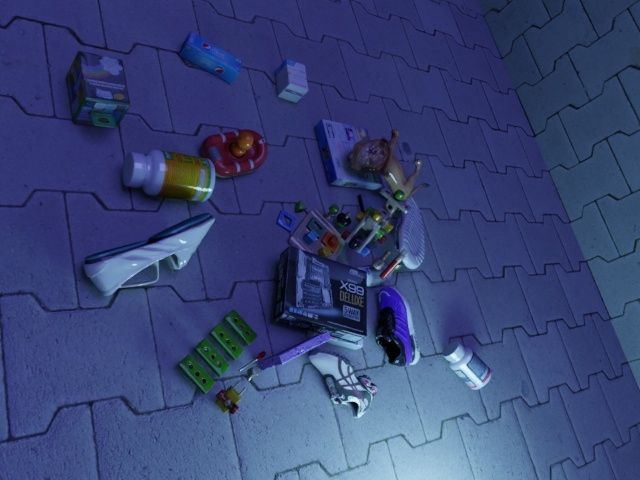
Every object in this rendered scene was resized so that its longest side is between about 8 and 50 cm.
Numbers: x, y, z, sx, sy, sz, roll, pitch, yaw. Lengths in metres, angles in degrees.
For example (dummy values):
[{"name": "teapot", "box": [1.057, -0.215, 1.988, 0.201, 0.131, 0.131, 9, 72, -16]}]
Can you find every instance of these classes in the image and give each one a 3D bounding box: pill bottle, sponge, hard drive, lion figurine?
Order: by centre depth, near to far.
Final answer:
[{"name": "pill bottle", "box": [-0.452, -0.195, 1.692, 0.245, 0.136, 0.136, 5, 64, -37]}, {"name": "sponge", "box": [-0.075, 0.334, 1.722, 0.210, 0.117, 0.031, -17, 81, -43]}, {"name": "pill bottle", "box": [0.190, 0.128, 2.075, 0.137, 0.078, 0.078, -6, 71, -40]}, {"name": "pill bottle", "box": [0.555, 0.470, 2.163, 0.180, 0.108, 0.108, 46, 47, -11]}, {"name": "lion figurine", "box": [0.283, -0.272, 2.246, 0.392, 0.142, 0.240, 42, 54, -20]}, {"name": "hard drive", "box": [0.215, -0.134, 2.275, 0.135, 0.022, 0.094, 4, 65, -38]}]

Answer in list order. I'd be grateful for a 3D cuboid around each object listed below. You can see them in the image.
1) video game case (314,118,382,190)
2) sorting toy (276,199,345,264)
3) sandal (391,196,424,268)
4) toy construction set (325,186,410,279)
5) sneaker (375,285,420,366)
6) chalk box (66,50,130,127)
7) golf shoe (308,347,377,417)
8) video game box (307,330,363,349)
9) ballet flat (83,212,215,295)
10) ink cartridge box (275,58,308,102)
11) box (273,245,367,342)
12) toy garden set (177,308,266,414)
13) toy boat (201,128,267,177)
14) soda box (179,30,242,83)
[{"name": "video game case", "box": [0.114, -0.340, 2.278, 0.244, 0.061, 0.270, 3, 66, -38]}, {"name": "sorting toy", "box": [0.000, 0.000, 2.012, 0.348, 0.047, 0.196, 45, 47, -11]}, {"name": "sandal", "box": [0.341, -0.024, 2.274, 0.169, 0.102, 0.416, 52, 31, -25]}, {"name": "toy construction set", "box": [0.228, -0.051, 2.032, 0.257, 0.237, 0.309, 8, 41, -47]}, {"name": "sneaker", "box": [0.250, 0.304, 2.011, 0.146, 0.102, 0.294, -4, 69, -39]}, {"name": "chalk box", "box": [-0.648, -0.416, 1.660, 0.132, 0.132, 0.213, 0, 68, -40]}, {"name": "golf shoe", "box": [0.062, 0.443, 1.788, 0.273, 0.105, 0.120, 40, 55, -14]}, {"name": "video game box", "box": [0.051, 0.257, 1.916, 0.205, 0.048, 0.187, 18, 54, -30]}, {"name": "ballet flat", "box": [-0.457, 0.042, 1.585, 0.400, 0.139, 0.139, -26, 85, -40]}, {"name": "ink cartridge box", "box": [-0.113, -0.618, 2.226, 0.092, 0.090, 0.143, 10, 62, -35]}, {"name": "box", "box": [0.008, 0.177, 1.840, 0.307, 0.076, 0.243, 20, 55, -24]}, {"name": "toy garden set", "box": [-0.263, 0.350, 1.614, 0.204, 0.049, 0.244, 49, 45, -5]}, {"name": "toy boat", "box": [-0.270, -0.309, 1.890, 0.231, 0.151, 0.151, -23, 82, -43]}, {"name": "soda box", "box": [-0.391, -0.653, 2.034, 0.210, 0.071, 0.067, 25, 53, -27]}]
